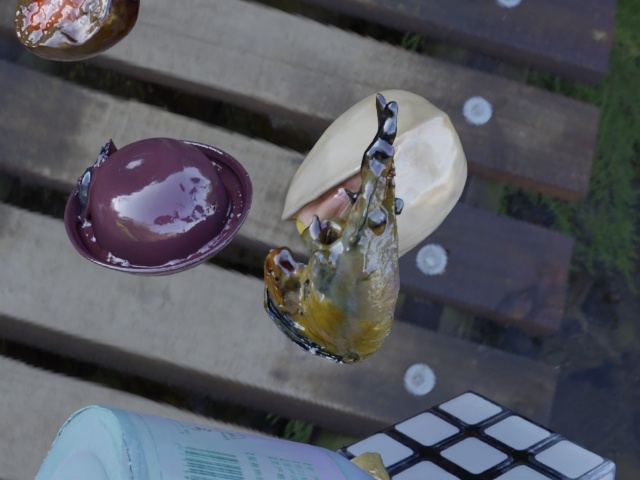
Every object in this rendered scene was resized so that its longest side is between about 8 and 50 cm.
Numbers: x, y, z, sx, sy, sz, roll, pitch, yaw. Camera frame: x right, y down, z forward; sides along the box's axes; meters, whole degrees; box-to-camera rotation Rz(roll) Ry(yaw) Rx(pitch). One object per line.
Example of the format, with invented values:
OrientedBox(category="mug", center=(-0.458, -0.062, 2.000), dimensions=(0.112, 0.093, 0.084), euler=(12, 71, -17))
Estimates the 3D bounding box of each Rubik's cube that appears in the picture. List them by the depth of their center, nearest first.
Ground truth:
OrientedBox(category="Rubik's cube", center=(0.223, 0.447, 1.576), dimensions=(0.303, 0.301, 0.305), euler=(-19, 118, -35))

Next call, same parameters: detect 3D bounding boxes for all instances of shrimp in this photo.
OrientedBox(category="shrimp", center=(0.005, 0.003, 0.820), dimensions=(0.117, 0.262, 0.066), euler=(11, 39, 11))

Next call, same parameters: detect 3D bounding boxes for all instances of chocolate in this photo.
OrientedBox(category="chocolate", center=(-0.272, -0.258, 1.157), dimensions=(0.133, 0.127, 0.124), euler=(-25, 43, 18))

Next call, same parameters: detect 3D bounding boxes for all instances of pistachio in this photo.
OrientedBox(category="pistachio", center=(0.081, -0.085, 1.552), dimensions=(0.230, 0.309, 0.230), euler=(35, 31, -25))

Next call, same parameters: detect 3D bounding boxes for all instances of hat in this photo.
OrientedBox(category="hat", center=(-0.173, -0.050, 1.105), dimensions=(0.205, 0.089, 0.205), euler=(-4, 49, 4))

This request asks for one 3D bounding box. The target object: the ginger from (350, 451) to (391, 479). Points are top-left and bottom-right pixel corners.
OrientedBox(category="ginger", center=(0.072, 0.380, 1.176), dimensions=(0.065, 0.118, 0.299), euler=(-14, 97, -15))

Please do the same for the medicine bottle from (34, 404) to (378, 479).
OrientedBox(category="medicine bottle", center=(-0.026, 0.242, 0.620), dimensions=(0.290, 0.245, 0.245), euler=(17, 66, -25))
